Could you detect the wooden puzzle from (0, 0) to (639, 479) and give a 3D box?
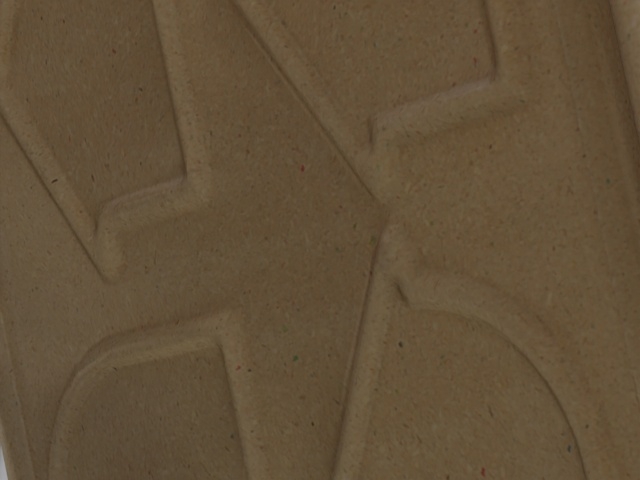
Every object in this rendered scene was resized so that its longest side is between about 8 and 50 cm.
[{"bbox_3d":[0.000,0.000,0.551,0.080,0.348,0.322,-9,86,-38],"label":"wooden puzzle"}]
